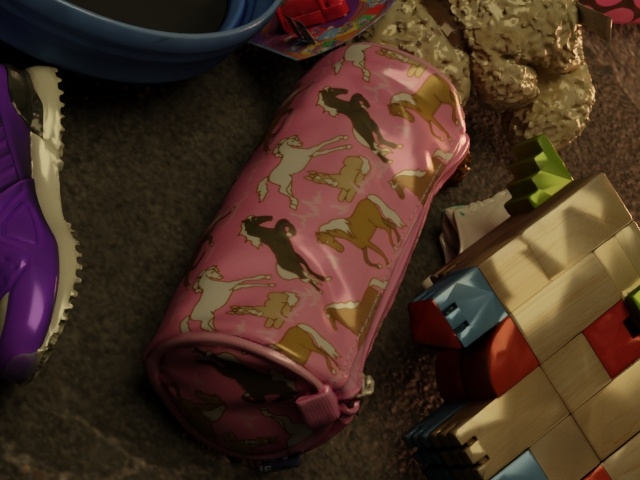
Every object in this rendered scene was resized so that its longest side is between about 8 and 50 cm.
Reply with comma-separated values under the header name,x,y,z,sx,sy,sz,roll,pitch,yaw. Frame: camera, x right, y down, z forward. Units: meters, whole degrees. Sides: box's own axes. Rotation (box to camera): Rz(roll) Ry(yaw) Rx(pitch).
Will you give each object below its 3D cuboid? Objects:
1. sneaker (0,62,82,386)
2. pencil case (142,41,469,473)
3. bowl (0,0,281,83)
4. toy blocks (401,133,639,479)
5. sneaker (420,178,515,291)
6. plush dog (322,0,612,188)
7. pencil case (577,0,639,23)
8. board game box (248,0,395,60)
name,x,y,z,sx,sy,sz,roll,pitch,yaw
sneaker,-0.269,-0.021,1.428,0.146,0.102,0.293,12,47,-27
pencil case,0.000,0.000,1.545,0.167,0.160,0.386,41,45,-17
bowl,-0.211,-0.290,1.620,0.391,0.077,0.391,23,40,-20
toy blocks,0.193,0.137,1.569,0.261,0.191,0.381,-35,97,-22
sneaker,0.155,-0.014,1.717,0.094,0.080,0.212,28,49,1
plush dog,0.117,-0.182,1.746,0.225,0.210,0.262,-33,78,-16
pencil case,0.288,-0.277,1.970,0.209,0.095,0.098,3,38,-34
board game box,-0.007,-0.220,1.688,0.133,0.169,0.033,-38,124,-17
